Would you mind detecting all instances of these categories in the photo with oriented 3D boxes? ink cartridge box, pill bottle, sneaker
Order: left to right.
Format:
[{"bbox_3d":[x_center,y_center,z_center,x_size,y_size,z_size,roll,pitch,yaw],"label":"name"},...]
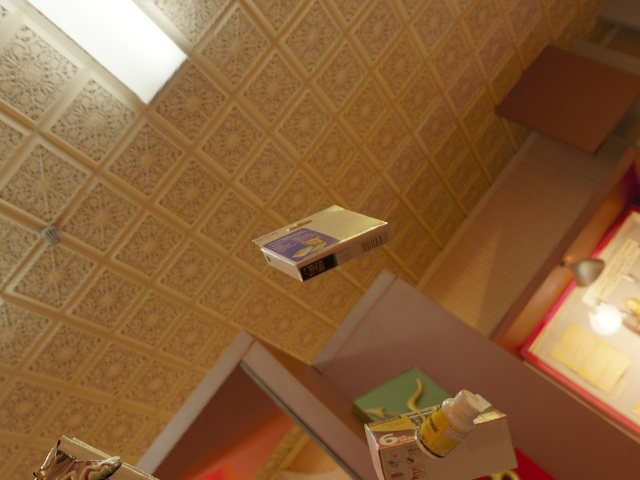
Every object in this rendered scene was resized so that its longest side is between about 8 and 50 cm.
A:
[{"bbox_3d":[-0.296,0.269,0.789,0.098,0.069,0.038,-23,-20,-35],"label":"sneaker"},{"bbox_3d":[0.000,0.000,1.261,0.206,0.208,0.045,-24,-67,-22],"label":"ink cartridge box"},{"bbox_3d":[0.277,0.490,1.599,0.310,0.272,0.130,-13,-88,-5],"label":"ink cartridge box"},{"bbox_3d":[0.215,0.304,1.082,0.065,0.065,0.116,9,-55,-50],"label":"pill bottle"}]

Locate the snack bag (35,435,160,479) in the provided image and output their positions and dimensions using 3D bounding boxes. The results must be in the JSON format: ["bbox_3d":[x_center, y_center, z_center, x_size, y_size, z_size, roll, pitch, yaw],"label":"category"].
[{"bbox_3d":[-0.372,0.530,1.039,0.037,0.323,0.342,81,-149,-60],"label":"snack bag"}]
